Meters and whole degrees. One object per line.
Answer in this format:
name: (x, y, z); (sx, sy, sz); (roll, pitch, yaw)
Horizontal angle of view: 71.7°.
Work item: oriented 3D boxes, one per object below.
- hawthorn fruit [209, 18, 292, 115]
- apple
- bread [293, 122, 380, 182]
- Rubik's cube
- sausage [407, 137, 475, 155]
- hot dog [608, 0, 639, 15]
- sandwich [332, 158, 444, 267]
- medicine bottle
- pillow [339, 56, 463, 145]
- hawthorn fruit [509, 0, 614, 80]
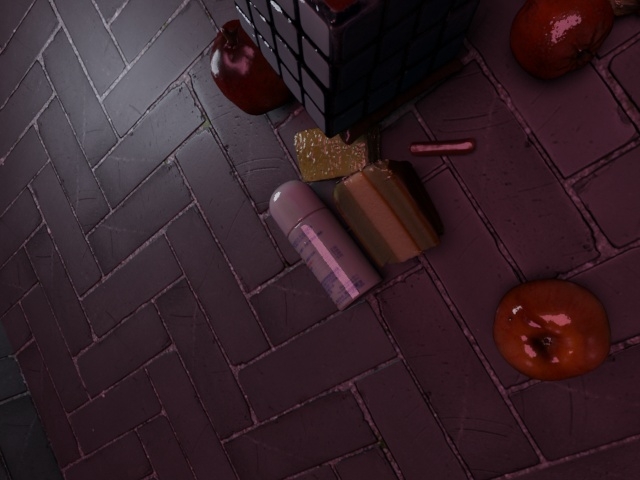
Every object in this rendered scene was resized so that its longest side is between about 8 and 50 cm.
hawthorn fruit: (-0.168, -0.431, 1.080); (0.215, 0.250, 0.215); (-5, 70, 14)
apple: (0.444, 0.173, 0.857); (0.209, 0.164, 0.210); (4, 98, 27)
bread: (0.043, -0.213, 1.060); (0.196, 0.102, 0.138); (-6, 89, 30)
Rubik's cube: (0.053, -0.452, 0.760); (0.344, 0.337, 0.344); (-36, 78, -5)
sausage: (0.267, -0.207, 0.987); (0.147, 0.035, 0.030); (2, 64, 28)
hot dog: (0.595, -0.473, 0.771); (0.213, 0.103, 0.146); (6, 118, 35)
sandwich: (0.152, -0.051, 0.949); (0.155, 0.227, 0.199); (-27, 82, 26)
medicine bottle: (0.000, 0.000, 1.083); (0.130, 0.130, 0.341); (-43, 76, 23)
pillow: (0.102, -0.400, 0.971); (0.307, 0.108, 0.305); (-34, 74, -2)
hawthorn fruit: (0.415, -0.445, 0.836); (0.165, 0.165, 0.286); (-31, 75, 25)
